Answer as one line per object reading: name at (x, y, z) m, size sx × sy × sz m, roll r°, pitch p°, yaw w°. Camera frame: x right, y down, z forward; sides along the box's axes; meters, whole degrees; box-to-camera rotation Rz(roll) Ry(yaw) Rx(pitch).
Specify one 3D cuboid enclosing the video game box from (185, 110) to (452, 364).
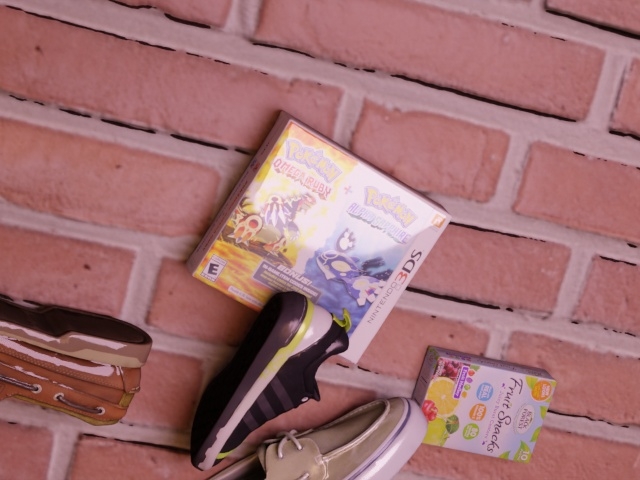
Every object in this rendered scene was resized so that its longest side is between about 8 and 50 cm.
video game box at (0.000, 0.000, 1.523) m, size 0.205 × 0.048 × 0.187 m, roll 29°, pitch 96°, yaw -20°

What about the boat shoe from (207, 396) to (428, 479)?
boat shoe at (-0.030, 0.247, 1.561) m, size 0.302 × 0.109 × 0.094 m, roll -35°, pitch 109°, yaw 2°

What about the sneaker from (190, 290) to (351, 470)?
sneaker at (-0.048, 0.155, 1.513) m, size 0.097 × 0.084 × 0.234 m, roll 25°, pitch 119°, yaw -19°

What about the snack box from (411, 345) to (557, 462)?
snack box at (0.171, 0.176, 1.622) m, size 0.141 × 0.037 × 0.100 m, roll 13°, pitch 104°, yaw -17°

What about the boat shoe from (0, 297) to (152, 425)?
boat shoe at (-0.317, 0.109, 1.444) m, size 0.307 × 0.111 × 0.104 m, roll 16°, pitch 101°, yaw -17°
